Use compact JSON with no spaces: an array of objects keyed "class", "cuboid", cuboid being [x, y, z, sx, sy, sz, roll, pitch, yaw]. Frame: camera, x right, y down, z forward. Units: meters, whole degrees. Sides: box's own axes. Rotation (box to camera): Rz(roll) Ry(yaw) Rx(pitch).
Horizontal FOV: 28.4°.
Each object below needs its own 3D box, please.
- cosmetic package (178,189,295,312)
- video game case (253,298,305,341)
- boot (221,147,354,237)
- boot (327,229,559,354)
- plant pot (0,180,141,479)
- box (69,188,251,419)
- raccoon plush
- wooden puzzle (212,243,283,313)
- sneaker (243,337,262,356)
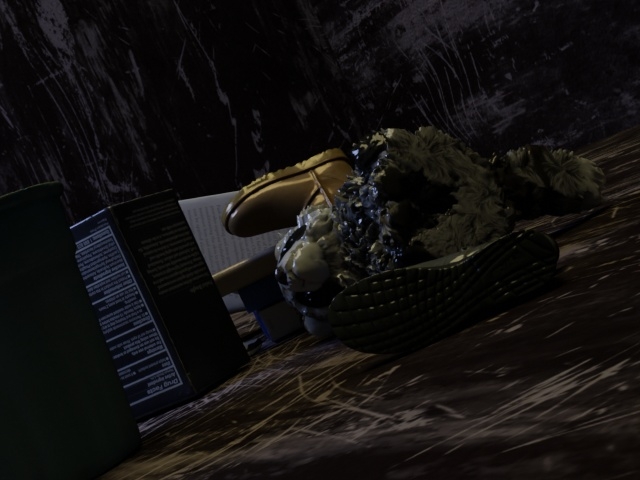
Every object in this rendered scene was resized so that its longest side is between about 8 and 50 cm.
[{"class":"cosmetic package","cuboid":[-0.188,0.030,2.455,0.453,0.230,0.161,-10,-5,-18]},{"class":"video game case","cuboid":[0.007,0.092,2.178,0.244,0.061,0.269,-27,2,-5]},{"class":"boot","cuboid":[0.000,0.000,1.901,0.236,0.269,0.089,-30,-37,-1]},{"class":"boot","cuboid":[0.138,0.055,1.331,0.247,0.083,0.161,-19,-5,8]},{"class":"plant pot","cuboid":[-0.397,0.150,1.520,0.341,0.334,0.341,-25,2,1]},{"class":"box","cuboid":[-0.312,0.121,1.894,0.296,0.294,0.183,-24,-1,28]},{"class":"raccoon plush","cuboid":[0.150,0.017,1.736,0.447,0.216,0.299,6,-29,-27]},{"class":"wooden puzzle","cuboid":[-0.025,0.037,2.146,0.322,0.080,0.348,-25,-3,2]},{"class":"sneaker","cuboid":[-0.146,0.178,2.031,0.109,0.043,0.040,-24,-1,-10]}]
